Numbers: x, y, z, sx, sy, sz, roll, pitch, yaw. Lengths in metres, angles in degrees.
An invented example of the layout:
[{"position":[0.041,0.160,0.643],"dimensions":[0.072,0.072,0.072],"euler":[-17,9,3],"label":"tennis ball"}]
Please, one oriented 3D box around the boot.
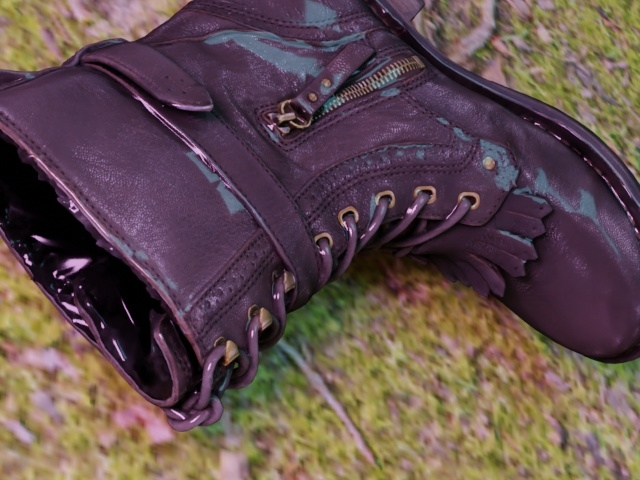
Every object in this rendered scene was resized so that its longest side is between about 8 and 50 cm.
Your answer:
[{"position":[0.000,0.000,0.708],"dimensions":[0.263,0.091,0.229],"euler":[42,42,0],"label":"boot"}]
